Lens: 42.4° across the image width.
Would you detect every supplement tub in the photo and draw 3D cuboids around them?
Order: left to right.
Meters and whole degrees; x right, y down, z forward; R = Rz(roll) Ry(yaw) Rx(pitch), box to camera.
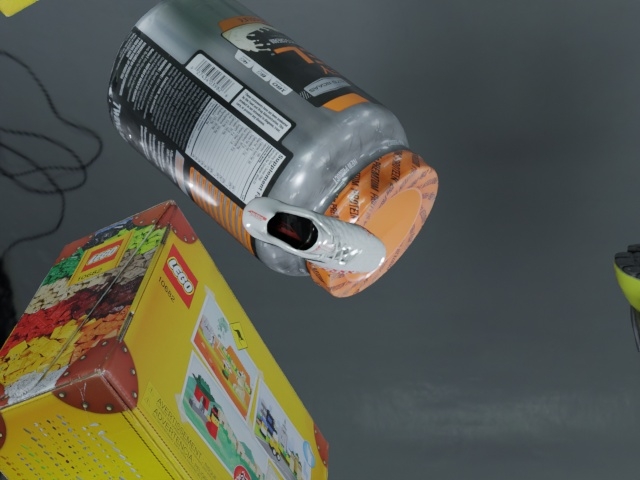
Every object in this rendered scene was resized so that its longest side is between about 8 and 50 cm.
[{"bbox_3d":[-0.049,-0.097,0.828,0.316,0.193,0.194,40,142,23],"label":"supplement tub"}]

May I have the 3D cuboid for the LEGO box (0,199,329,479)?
[{"bbox_3d":[-0.184,0.260,1.105,0.193,0.372,0.500,-22,116,15],"label":"LEGO box"}]

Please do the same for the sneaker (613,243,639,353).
[{"bbox_3d":[0.290,0.089,0.581,0.111,0.300,0.121,-12,104,13],"label":"sneaker"}]

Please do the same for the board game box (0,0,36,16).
[{"bbox_3d":[-0.098,-0.240,0.517,0.259,0.124,0.039,-28,137,-4],"label":"board game box"}]

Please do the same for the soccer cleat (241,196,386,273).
[{"bbox_3d":[0.000,0.000,0.412,0.083,0.035,0.029,21,94,-25],"label":"soccer cleat"}]
